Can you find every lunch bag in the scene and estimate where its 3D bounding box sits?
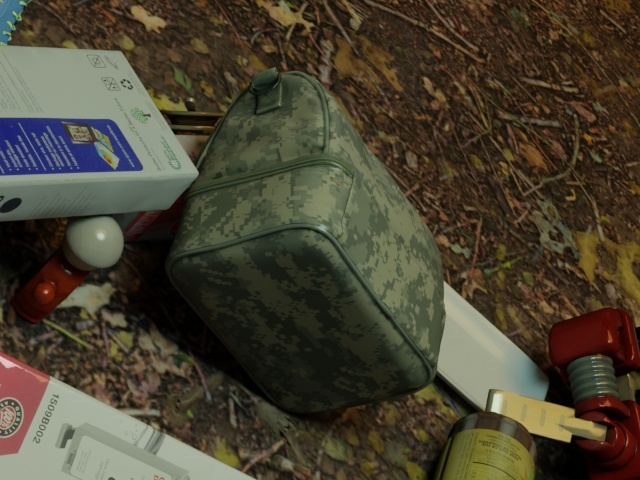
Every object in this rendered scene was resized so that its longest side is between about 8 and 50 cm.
[{"bbox_3d":[0.000,0.000,1.709,0.305,0.213,0.256,52,37,-38],"label":"lunch bag"}]

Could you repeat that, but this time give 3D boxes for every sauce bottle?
[{"bbox_3d":[0.152,0.330,1.720,0.111,0.111,0.344,40,39,-12],"label":"sauce bottle"}]

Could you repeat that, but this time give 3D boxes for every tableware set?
[{"bbox_3d":[-0.108,-0.142,1.858,0.194,0.128,0.039,-4,98,-50],"label":"tableware set"}]

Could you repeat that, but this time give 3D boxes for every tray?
[{"bbox_3d":[0.162,0.130,1.973,0.270,0.030,0.145,42,36,-9],"label":"tray"}]

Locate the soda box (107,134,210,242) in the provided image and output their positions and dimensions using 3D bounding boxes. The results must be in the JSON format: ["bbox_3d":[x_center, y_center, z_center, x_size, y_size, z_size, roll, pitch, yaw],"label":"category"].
[{"bbox_3d":[-0.128,-0.059,1.799,0.263,0.083,0.092,-3,61,-48],"label":"soda box"}]

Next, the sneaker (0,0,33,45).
[{"bbox_3d":[-0.363,-0.224,1.723,0.240,0.091,0.126,-24,95,-53],"label":"sneaker"}]

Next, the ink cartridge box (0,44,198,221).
[{"bbox_3d":[-0.273,-0.099,1.464,0.333,0.065,0.165,-3,55,-52],"label":"ink cartridge box"}]

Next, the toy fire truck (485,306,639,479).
[{"bbox_3d":[0.308,0.182,1.951,0.246,0.158,0.217,36,41,-53],"label":"toy fire truck"}]

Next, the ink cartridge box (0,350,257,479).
[{"bbox_3d":[-0.217,0.234,1.348,0.283,0.117,0.207,30,72,-24],"label":"ink cartridge box"}]

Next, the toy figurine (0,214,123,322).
[{"bbox_3d":[-0.307,-0.040,1.542,0.213,0.148,0.209,11,51,-40],"label":"toy figurine"}]
